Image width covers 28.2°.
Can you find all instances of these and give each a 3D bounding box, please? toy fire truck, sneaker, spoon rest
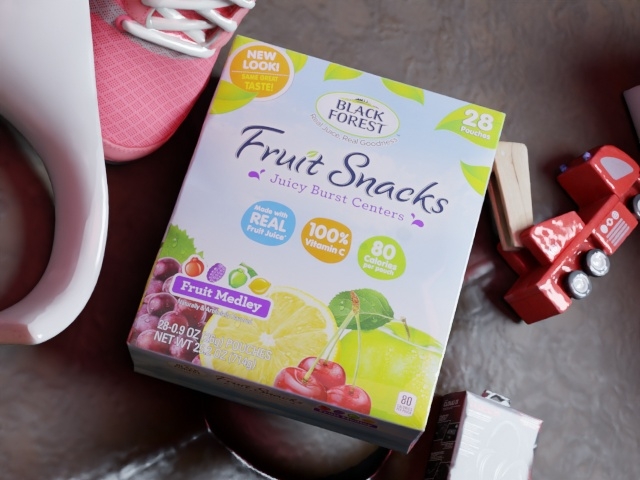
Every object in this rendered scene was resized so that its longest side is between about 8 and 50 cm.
[{"bbox_3d":[0.138,-0.019,0.876,0.135,0.047,0.192,49,62,-7],"label":"toy fire truck"},{"bbox_3d":[-0.063,-0.172,0.693,0.116,0.136,0.314,9,113,-39],"label":"sneaker"},{"bbox_3d":[-0.172,-0.085,0.701,0.084,0.137,0.276,-19,105,-53],"label":"spoon rest"}]

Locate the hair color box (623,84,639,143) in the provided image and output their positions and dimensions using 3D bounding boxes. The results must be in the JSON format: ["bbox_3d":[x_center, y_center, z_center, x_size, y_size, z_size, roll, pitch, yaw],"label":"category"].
[{"bbox_3d":[0.366,0.033,0.897,0.113,0.185,0.375,-15,85,-28],"label":"hair color box"}]

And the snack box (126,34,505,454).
[{"bbox_3d":[0.000,0.000,0.759,0.174,0.070,0.207,16,68,1],"label":"snack box"}]

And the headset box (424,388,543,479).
[{"bbox_3d":[0.106,0.140,0.829,0.062,0.032,0.083,24,70,-20],"label":"headset box"}]
